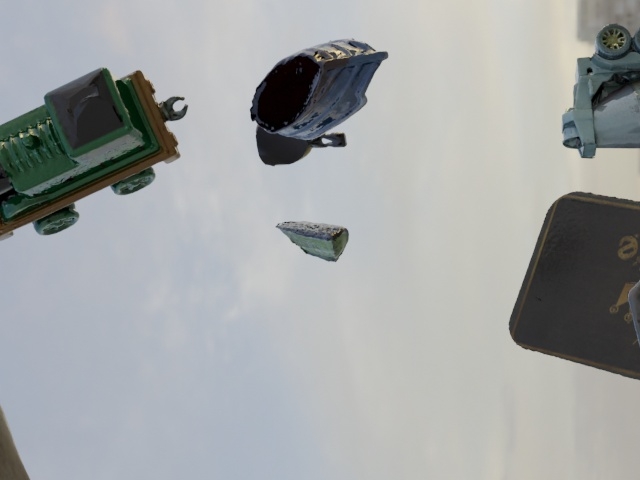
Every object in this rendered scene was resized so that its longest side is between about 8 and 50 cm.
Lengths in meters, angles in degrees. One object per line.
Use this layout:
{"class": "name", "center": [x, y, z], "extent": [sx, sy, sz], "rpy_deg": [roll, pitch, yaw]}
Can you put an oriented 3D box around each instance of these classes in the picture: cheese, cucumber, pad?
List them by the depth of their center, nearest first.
{"class": "pad", "center": [0.444, 0.028, 1.562], "extent": [0.063, 0.375, 0.315], "rpy_deg": [40, -113, -53]}
{"class": "cucumber", "center": [0.000, 0.000, 1.970], "extent": [0.046, 0.220, 0.070], "rpy_deg": [-41, -69, -15]}
{"class": "cheese", "center": [-0.033, -0.173, 2.063], "extent": [0.036, 0.163, 0.086], "rpy_deg": [-42, -52, -61]}

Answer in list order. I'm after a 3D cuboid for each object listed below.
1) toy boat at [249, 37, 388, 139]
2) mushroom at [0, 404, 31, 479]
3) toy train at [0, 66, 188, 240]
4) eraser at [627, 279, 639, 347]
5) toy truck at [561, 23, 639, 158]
{"class": "toy boat", "center": [0.006, -0.228, 1.791], "extent": [0.142, 0.309, 0.129], "rpy_deg": [-7, -99, -31]}
{"class": "mushroom", "center": [-0.519, 0.256, 1.663], "extent": [0.154, 0.137, 0.407], "rpy_deg": [-18, -106, -31]}
{"class": "toy train", "center": [-0.424, -0.148, 1.971], "extent": [0.249, 0.429, 0.178], "rpy_deg": [55, -170, -79]}
{"class": "eraser", "center": [0.377, 0.170, 1.198], "extent": [0.111, 0.077, 0.352], "rpy_deg": [25, -127, -74]}
{"class": "toy truck", "center": [0.412, -0.173, 1.397], "extent": [0.108, 0.257, 0.140], "rpy_deg": [65, -156, -70]}
